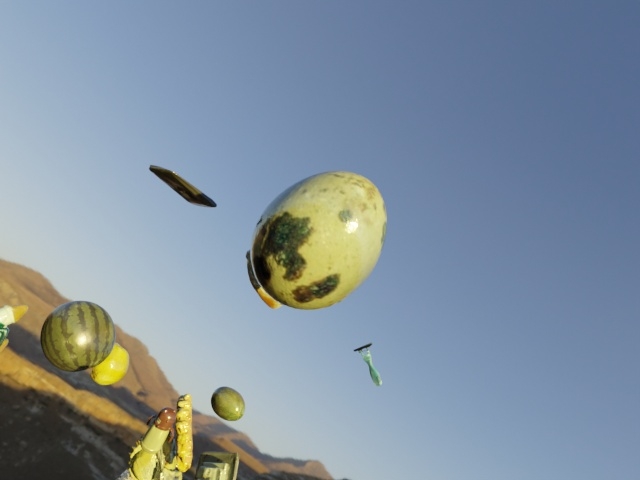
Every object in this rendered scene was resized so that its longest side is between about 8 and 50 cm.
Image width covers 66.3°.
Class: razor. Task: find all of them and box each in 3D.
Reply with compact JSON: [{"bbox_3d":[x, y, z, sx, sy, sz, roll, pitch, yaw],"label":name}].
[{"bbox_3d":[0.211,0.527,2.047,0.042,0.081,0.253,-111,179,-53],"label":"razor"}]

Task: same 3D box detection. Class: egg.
[{"bbox_3d":[0.000,0.000,1.362,0.428,0.345,0.345,-41,-74,19],"label":"egg"}]

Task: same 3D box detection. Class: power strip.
[{"bbox_3d":[-0.410,0.889,1.828,0.213,0.199,0.064,-16,-37,28],"label":"power strip"}]

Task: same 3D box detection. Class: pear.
[{"bbox_3d":[-0.696,0.418,1.642,0.104,0.141,0.141,30,-24,-10],"label":"pear"}]

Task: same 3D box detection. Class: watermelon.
[{"bbox_3d":[-0.728,0.285,1.474,0.212,0.212,0.212,29,-27,16],"label":"watermelon"}]

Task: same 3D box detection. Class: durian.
[{"bbox_3d":[-0.538,0.768,1.633,0.166,0.307,0.172,-4,-11,45],"label":"durian"}]

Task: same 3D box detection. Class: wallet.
[{"bbox_3d":[-0.512,-0.198,1.824,0.168,0.052,0.245,18,-16,39],"label":"wallet"}]

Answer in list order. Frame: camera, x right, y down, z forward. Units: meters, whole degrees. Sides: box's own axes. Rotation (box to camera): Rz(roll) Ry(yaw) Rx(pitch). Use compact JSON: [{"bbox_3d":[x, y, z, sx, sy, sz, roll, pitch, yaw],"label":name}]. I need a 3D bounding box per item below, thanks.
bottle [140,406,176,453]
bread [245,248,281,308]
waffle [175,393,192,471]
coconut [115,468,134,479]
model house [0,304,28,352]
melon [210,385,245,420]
[{"bbox_3d":[-0.337,0.397,1.035,0.063,0.101,0.047,28,10,-17],"label":"bottle"},{"bbox_3d":[-0.128,0.096,1.806,0.224,0.279,0.250,-18,-82,31],"label":"bread"},{"bbox_3d":[-0.449,0.641,1.614,0.056,0.254,0.249,1,1,-14],"label":"waffle"},{"bbox_3d":[-0.690,1.094,1.895,0.344,0.415,0.415,22,-29,37],"label":"coconut"},{"bbox_3d":[-1.007,0.255,1.426,0.184,0.291,0.253,6,-67,58],"label":"model house"},{"bbox_3d":[-0.359,0.626,1.886,0.167,0.114,0.114,21,-29,39],"label":"melon"}]
